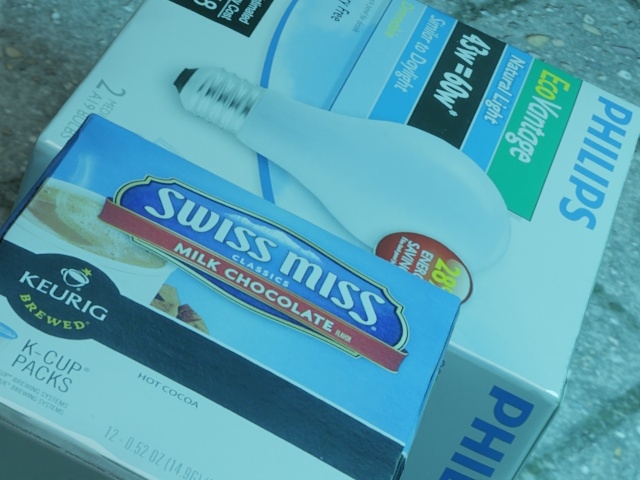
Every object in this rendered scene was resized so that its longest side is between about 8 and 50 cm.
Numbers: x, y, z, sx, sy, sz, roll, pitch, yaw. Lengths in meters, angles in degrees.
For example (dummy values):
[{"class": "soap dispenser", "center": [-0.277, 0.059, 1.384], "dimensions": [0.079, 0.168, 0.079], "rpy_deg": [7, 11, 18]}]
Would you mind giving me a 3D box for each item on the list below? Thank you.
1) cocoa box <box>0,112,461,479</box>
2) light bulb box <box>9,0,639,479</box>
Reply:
[{"class": "cocoa box", "center": [-0.112, 0.157, 1.044], "dimensions": [0.231, 0.347, 0.228], "rpy_deg": [27, 38, 0]}, {"class": "light bulb box", "center": [0.000, 0.000, 1.379], "dimensions": [0.361, 0.225, 0.358], "rpy_deg": [26, 39, 0]}]
